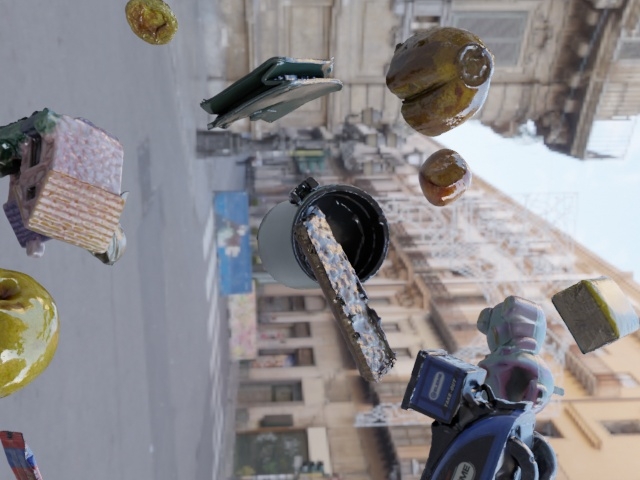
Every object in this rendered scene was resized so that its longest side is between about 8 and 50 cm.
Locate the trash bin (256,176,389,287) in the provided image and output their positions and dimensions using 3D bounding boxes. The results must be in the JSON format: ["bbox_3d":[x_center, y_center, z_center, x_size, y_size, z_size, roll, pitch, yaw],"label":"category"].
[{"bbox_3d":[0.000,0.000,1.675,0.277,0.217,0.262,56,-18,-10],"label":"trash bin"}]

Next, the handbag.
[{"bbox_3d":[-0.108,-0.329,1.733,0.247,0.260,0.079,-18,87,-56],"label":"handbag"}]

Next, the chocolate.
[{"bbox_3d":[0.037,0.100,1.381,0.329,0.065,0.102,63,27,-6],"label":"chocolate"}]

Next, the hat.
[{"bbox_3d":[-0.483,-0.031,1.822,0.147,0.085,0.175,0,-116,56],"label":"hat"}]

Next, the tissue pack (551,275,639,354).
[{"bbox_3d":[0.494,0.128,1.369,0.169,0.082,0.120,0,59,-56],"label":"tissue pack"}]

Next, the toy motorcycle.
[{"bbox_3d":[0.155,0.335,0.966,0.125,0.212,0.358,14,95,-57],"label":"toy motorcycle"}]

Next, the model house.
[{"bbox_3d":[-0.540,-0.095,1.527,0.202,0.237,0.237,29,52,-55],"label":"model house"}]

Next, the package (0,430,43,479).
[{"bbox_3d":[-0.602,0.481,1.580,0.022,0.083,0.200,-34,112,-54],"label":"package"}]

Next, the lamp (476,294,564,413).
[{"bbox_3d":[0.525,0.324,2.022,0.247,0.247,0.301,-37,-143,55],"label":"lamp"}]

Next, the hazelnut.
[{"bbox_3d":[0.339,-0.169,2.106,0.150,0.150,0.150,179,-90,-86],"label":"hazelnut"}]

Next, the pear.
[{"bbox_3d":[-0.517,0.151,1.207,0.209,0.209,0.209,179,-90,-86],"label":"pear"}]

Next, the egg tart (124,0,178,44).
[{"bbox_3d":[-0.372,-0.496,1.718,0.130,0.130,0.052,93,12,-50],"label":"egg tart"}]

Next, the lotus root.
[{"bbox_3d":[0.247,-0.313,1.495,0.180,0.188,0.199,7,-105,69],"label":"lotus root"}]
